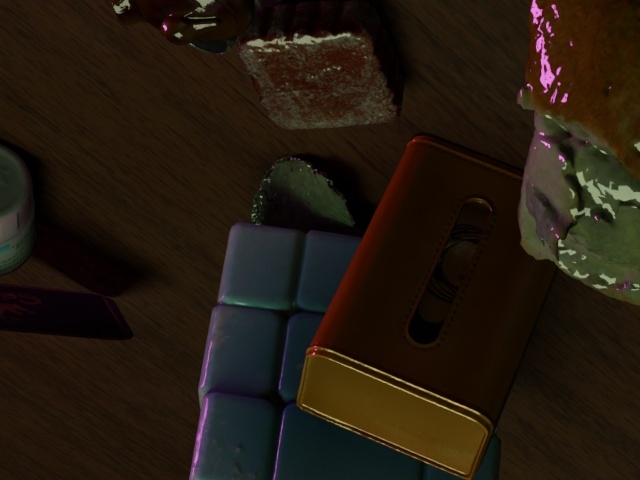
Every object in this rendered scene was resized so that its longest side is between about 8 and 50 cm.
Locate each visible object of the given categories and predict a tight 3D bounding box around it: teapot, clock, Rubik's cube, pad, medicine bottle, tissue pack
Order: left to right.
[{"bbox_3d":[-0.441,-0.040,1.796,0.135,0.135,0.168,26,151,2],"label":"medicine bottle"},{"bbox_3d":[-0.459,0.055,1.904,0.376,0.063,0.315,7,-170,-20],"label":"pad"},{"bbox_3d":[-0.122,-0.207,1.212,0.129,0.078,0.098,7,153,23],"label":"teapot"},{"bbox_3d":[-0.123,-0.206,1.313,0.074,0.010,0.083,8,152,48],"label":"clock"},{"bbox_3d":[0.028,0.202,1.541,0.322,0.315,0.318,9,151,0],"label":"Rubik's cube"},{"bbox_3d":[0.120,0.062,1.342,0.194,0.274,0.145,22,151,6],"label":"tissue pack"}]

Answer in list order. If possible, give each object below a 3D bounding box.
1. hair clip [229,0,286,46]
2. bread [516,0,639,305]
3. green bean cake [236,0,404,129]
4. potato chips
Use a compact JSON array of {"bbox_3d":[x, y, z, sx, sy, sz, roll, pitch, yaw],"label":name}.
[{"bbox_3d":[-0.105,-0.254,1.248,0.140,0.054,0.220,0,145,32],"label":"hair clip"},{"bbox_3d":[0.261,-0.099,0.980,0.250,0.279,0.225,12,162,27],"label":"bread"},{"bbox_3d":[0.003,-0.164,1.272,0.135,0.056,0.135,-4,144,18],"label":"green bean cake"},{"bbox_3d":[0.002,-0.006,1.560,0.167,0.059,0.228,-1,142,30],"label":"potato chips"}]
